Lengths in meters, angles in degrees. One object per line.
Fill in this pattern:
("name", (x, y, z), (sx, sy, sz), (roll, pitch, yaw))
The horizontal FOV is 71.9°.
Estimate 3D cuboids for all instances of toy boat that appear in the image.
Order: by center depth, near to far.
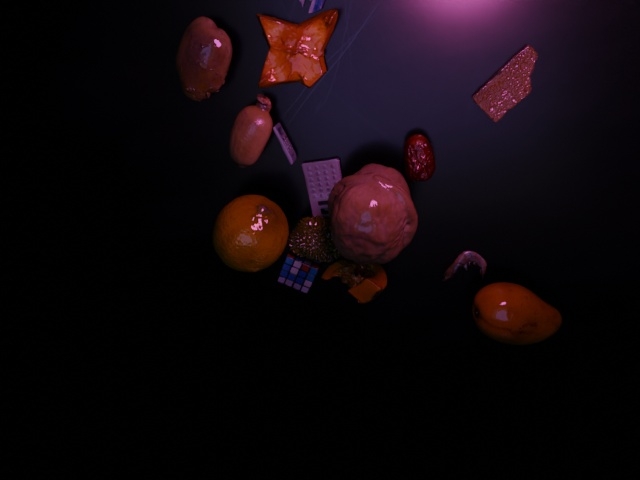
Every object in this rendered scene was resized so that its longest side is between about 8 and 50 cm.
("toy boat", (-0.043, -0.844, 1.481), (0.149, 0.034, 0.105), (47, 121, -1))

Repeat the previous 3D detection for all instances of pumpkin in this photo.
("pumpkin", (-0.083, -0.665, 1.545), (0.291, 0.095, 0.258), (4, 118, 7))
("pumpkin", (0.154, 0.171, 1.865), (0.139, 0.281, 0.190), (-41, 69, 36))

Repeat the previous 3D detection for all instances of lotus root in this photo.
("lotus root", (-0.273, -0.410, 1.706), (0.146, 0.130, 0.303), (26, 121, -5))

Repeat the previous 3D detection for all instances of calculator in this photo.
("calculator", (0.021, -0.207, 1.825), (0.161, 0.021, 0.261), (-5, 117, 15))

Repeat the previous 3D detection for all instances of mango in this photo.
("mango", (0.816, 0.315, 1.845), (0.379, 0.221, 0.263), (16, 118, -8))

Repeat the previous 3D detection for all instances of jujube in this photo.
("jujube", (0.367, -0.306, 1.648), (0.112, 0.109, 0.176), (-20, 115, -16))

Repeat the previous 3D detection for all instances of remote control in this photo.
("remote control", (-0.142, -0.380, 1.738), (0.029, 0.061, 0.162), (-19, 113, 23))

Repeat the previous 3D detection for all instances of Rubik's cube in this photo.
("Rubik's cube", (-0.085, 0.112, 1.949), (0.154, 0.155, 0.151), (24, 123, -2))

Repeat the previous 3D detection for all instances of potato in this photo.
("potato", (-0.428, -0.647, 1.602), (0.192, 0.141, 0.296), (26, 123, 0))

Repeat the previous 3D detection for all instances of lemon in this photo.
("lemon", (-0.287, -0.027, 1.832), (0.337, 0.336, 0.335), (5, 120, 9))

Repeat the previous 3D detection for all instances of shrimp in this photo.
("shrimp", (0.623, 0.135, 1.890), (0.148, 0.035, 0.195), (31, 119, -9))

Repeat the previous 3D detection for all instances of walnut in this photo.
("walnut", (0.189, -0.094, 1.659), (0.382, 0.381, 0.380), (5, 120, 9))

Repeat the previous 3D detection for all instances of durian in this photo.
("durian", (-0.003, -0.002, 1.832), (0.237, 0.200, 0.176), (26, 145, -10))

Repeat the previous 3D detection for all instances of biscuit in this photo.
("biscuit", (0.652, -0.532, 1.509), (0.131, 0.026, 0.237), (39, 118, -13))
